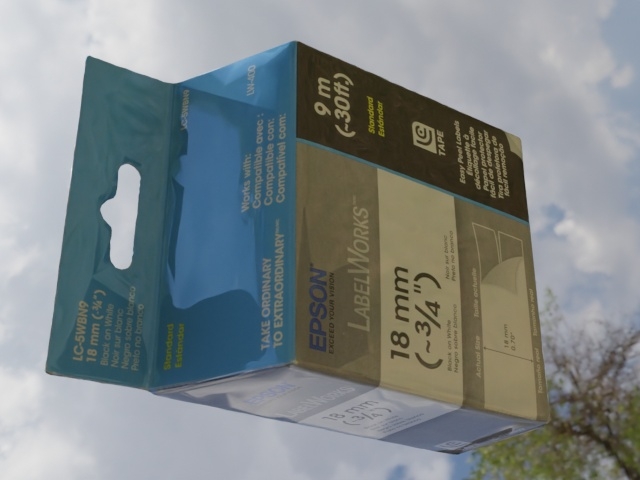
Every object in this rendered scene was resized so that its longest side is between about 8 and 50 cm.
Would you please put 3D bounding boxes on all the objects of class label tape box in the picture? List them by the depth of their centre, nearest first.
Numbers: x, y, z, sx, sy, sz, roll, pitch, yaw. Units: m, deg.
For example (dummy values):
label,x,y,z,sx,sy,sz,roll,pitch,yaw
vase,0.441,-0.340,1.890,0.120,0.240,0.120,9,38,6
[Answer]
label,x,y,z,sx,sy,sz,roll,pitch,yaw
label tape box,0.000,0.000,0.680,0.333,0.106,0.241,17,-121,-32
